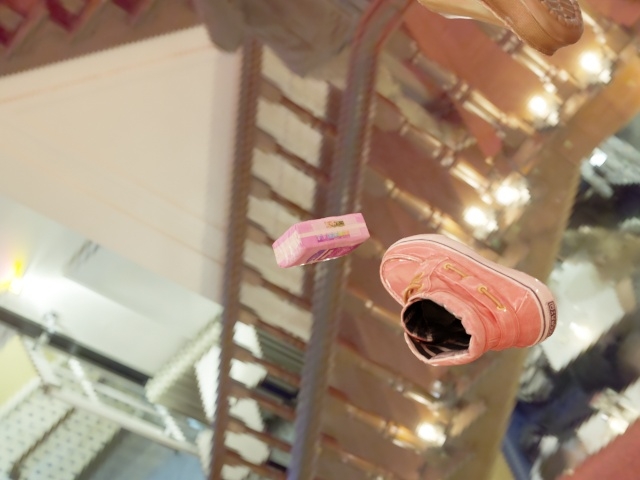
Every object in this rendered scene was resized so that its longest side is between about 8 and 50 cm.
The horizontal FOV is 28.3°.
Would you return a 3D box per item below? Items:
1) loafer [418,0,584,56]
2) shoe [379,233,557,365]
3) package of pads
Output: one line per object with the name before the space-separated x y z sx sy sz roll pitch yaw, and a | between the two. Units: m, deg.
loafer | 0.085 -0.139 0.692 0.148 0.056 0.050 52 121 38
shoe | 0.081 0.041 0.920 0.178 0.081 0.064 21 118 52
package of pads | 0.000 0.000 1.214 0.050 0.083 0.032 -37 69 50
